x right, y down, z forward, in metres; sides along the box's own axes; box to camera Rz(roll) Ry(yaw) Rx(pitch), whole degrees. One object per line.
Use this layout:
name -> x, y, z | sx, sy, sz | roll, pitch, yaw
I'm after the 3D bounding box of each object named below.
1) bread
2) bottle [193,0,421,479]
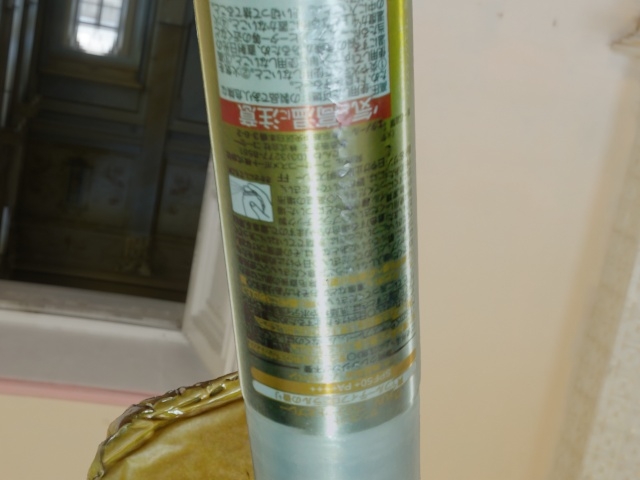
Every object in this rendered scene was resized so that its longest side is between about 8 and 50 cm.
bread -> -0.075, 0.231, 0.885 | 0.253, 0.227, 0.142 | -13, 159, -16
bottle -> 0.000, 0.000, 0.428 | 0.082, 0.286, 0.082 | -3, -153, 2
